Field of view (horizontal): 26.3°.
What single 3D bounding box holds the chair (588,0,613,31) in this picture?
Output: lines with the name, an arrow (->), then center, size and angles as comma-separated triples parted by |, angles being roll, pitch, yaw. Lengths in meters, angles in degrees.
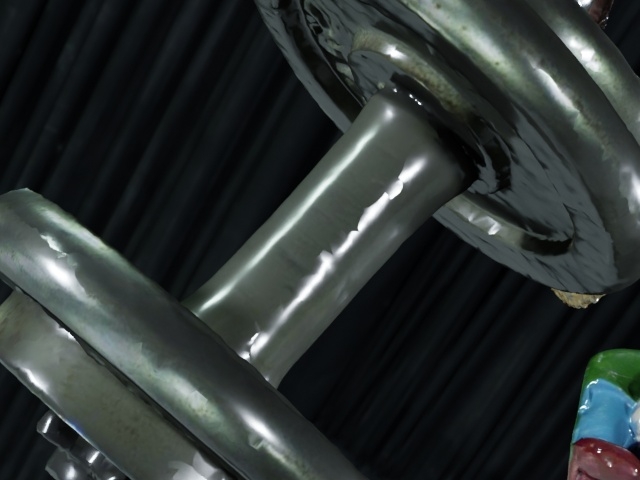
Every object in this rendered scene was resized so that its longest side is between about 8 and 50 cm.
chair -> 0.141, -0.221, 0.716 | 0.175, 0.327, 0.183 | 14, 29, 0

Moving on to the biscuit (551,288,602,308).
biscuit -> 0.193, -0.046, 1.177 | 0.033, 0.220, 0.220 | -19, 40, -12

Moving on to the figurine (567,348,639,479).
figurine -> 0.313, 0.149, 1.039 | 0.234, 0.127, 0.185 | 11, 23, 14

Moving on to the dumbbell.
dumbbell -> 0.000, 0.000, 0.483 | 0.192, 0.290, 0.192 | 40, -10, 8
